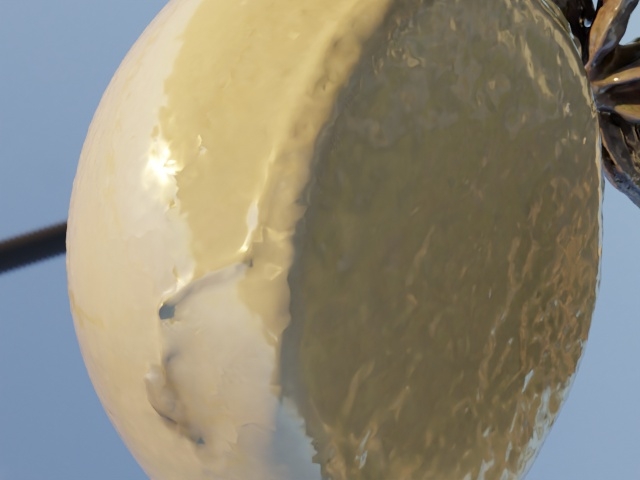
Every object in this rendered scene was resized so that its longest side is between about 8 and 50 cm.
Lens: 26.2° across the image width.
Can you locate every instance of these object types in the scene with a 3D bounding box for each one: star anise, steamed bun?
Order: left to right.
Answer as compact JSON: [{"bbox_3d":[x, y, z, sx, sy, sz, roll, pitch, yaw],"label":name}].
[{"bbox_3d":[0.000,0.000,0.615,0.177,0.283,0.283,10,-166,38],"label":"steamed bun"},{"bbox_3d":[0.141,-0.089,0.805,0.204,0.180,0.061,41,-146,-13],"label":"star anise"}]
